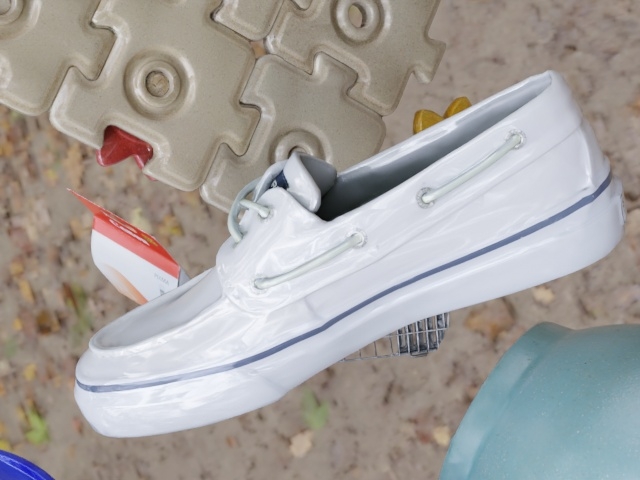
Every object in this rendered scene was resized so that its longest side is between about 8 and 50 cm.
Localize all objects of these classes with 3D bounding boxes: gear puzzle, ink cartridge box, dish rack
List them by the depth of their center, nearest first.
[{"bbox_3d":[-0.028,-0.093,0.616,0.044,0.339,0.176,4,69,63],"label":"gear puzzle"},{"bbox_3d":[-0.199,0.029,1.353,0.145,0.045,0.179,28,165,33],"label":"ink cartridge box"},{"bbox_3d":[0.037,0.075,1.689,0.271,0.074,0.208,-7,121,1],"label":"dish rack"}]

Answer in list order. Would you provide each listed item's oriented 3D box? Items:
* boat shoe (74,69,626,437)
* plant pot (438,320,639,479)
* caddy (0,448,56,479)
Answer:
[{"bbox_3d":[0.000,0.000,0.481,0.226,0.083,0.076,-23,111,3],"label":"boat shoe"},{"bbox_3d":[0.211,0.180,0.931,0.196,0.293,0.293,29,123,26],"label":"plant pot"},{"bbox_3d":[-0.302,0.341,1.095,0.341,0.241,0.179,31,124,30],"label":"caddy"}]
